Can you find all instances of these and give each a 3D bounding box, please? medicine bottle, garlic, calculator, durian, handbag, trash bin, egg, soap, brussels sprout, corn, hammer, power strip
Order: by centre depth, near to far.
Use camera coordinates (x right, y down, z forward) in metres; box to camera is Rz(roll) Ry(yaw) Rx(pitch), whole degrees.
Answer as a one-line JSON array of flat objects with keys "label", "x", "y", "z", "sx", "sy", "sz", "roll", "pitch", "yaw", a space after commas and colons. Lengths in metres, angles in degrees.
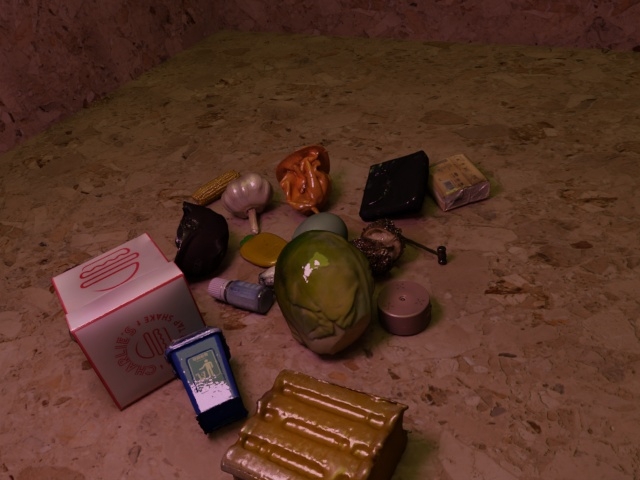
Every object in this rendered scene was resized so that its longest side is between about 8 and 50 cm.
[{"label": "soap", "x": -0.005, "y": 0.463, "z": 1.297, "sx": 0.335, "sy": 0.156, "sz": 0.293, "roll": 10, "pitch": 46, "yaw": 27}, {"label": "trash bin", "x": -0.287, "y": 0.364, "z": 1.509, "sx": 0.163, "sy": 0.184, "sz": 0.234, "roll": -23, "pitch": 50, "yaw": -13}, {"label": "brussels sprout", "x": 0.012, "y": 0.132, "z": 1.617, "sx": 0.268, "sy": 0.344, "sz": 0.344, "roll": -18, "pitch": 37, "yaw": -23}, {"label": "power strip", "x": 0.237, "y": 0.189, "z": 1.639, "sx": 0.154, "sy": 0.078, "sz": 0.154, "roll": -6, "pitch": 36, "yaw": 4}, {"label": "medicine bottle", "x": -0.251, "y": 0.165, "z": 1.804, "sx": 0.203, "sy": 0.083, "sz": 0.083, "roll": 11, "pitch": 43, "yaw": 25}, {"label": "durian", "x": 0.164, "y": 0.019, "z": 1.818, "sx": 0.196, "sy": 0.166, "sz": 0.196, "roll": -16, "pitch": 21, "yaw": 6}, {"label": "egg", "x": 0.000, "y": 0.000, "z": 1.875, "sx": 0.168, "sy": 0.168, "sz": 0.231, "roll": 11, "pitch": 37, "yaw": 28}, {"label": "hammer", "x": 0.295, "y": 0.002, "z": 1.895, "sx": 0.029, "sy": 0.058, "sz": 0.292, "roll": -28, "pitch": 35, "yaw": -28}, {"label": "calculator", "x": -0.195, "y": 0.027, "z": 2.007, "sx": 0.235, "sy": 0.032, "sz": 0.146, "roll": 24, "pitch": 50, "yaw": 40}, {"label": "handbag", "x": 0.265, "y": -0.188, "z": 2.062, "sx": 0.244, "sy": 0.088, "sz": 0.275, "roll": -12, "pitch": 46, "yaw": 30}, {"label": "garlic", "x": -0.248, "y": -0.125, "z": 2.138, "sx": 0.199, "sy": 0.199, "sz": 0.226, "roll": -18, "pitch": 65, "yaw": -7}, {"label": "corn", "x": -0.414, "y": -0.211, "z": 2.338, "sx": 0.238, "sy": 0.080, "sz": 0.080, "roll": -33, "pitch": 42, "yaw": -27}]

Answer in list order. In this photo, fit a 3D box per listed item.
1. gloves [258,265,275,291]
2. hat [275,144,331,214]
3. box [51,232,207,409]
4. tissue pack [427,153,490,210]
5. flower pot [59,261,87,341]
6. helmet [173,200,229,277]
[{"label": "gloves", "x": -0.126, "y": 0.124, "z": 1.826, "sx": 0.153, "sy": 0.070, "sz": 0.114, "roll": 3, "pitch": 26, "yaw": 18}, {"label": "hat", "x": -0.025, "y": -0.174, "z": 2.102, "sx": 0.244, "sy": 0.233, "sz": 0.233, "roll": -42, "pitch": 52, "yaw": 29}, {"label": "box", "x": -0.522, "y": 0.212, "z": 1.636, "sx": 0.312, "sy": 0.314, "sz": 0.300, "roll": -29, "pitch": 38, "yaw": -19}, {"label": "tissue pack", "x": 0.476, "y": -0.211, "z": 2.077, "sx": 0.186, "sy": 0.090, "sz": 0.222, "roll": -20, "pitch": 36, "yaw": -4}, {"label": "flower pot", "x": -0.724, "y": 0.181, "z": 1.829, "sx": 0.212, "sy": 0.202, "sz": 0.212, "roll": -10, "pitch": 34, "yaw": 6}, {"label": "helmet", "x": -0.399, "y": 0.016, "z": 1.951, "sx": 0.177, "sy": 0.225, "sz": 0.305, "roll": 11, "pitch": 44, "yaw": -17}]
